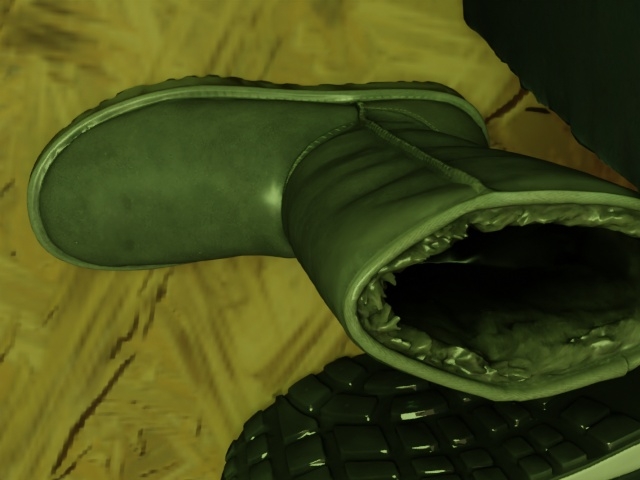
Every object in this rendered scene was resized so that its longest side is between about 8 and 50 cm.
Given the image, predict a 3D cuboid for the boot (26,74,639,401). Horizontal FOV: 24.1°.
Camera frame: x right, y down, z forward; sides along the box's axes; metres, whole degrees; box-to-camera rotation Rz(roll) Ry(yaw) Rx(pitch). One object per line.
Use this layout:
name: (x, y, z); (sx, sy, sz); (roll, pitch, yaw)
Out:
boot: (-0.001, -0.002, 0.472); (0.189, 0.208, 0.076); (-13, 112, -4)

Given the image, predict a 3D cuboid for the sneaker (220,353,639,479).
sneaker: (0.106, 0.102, 0.592); (0.283, 0.107, 0.124); (-12, 119, -4)

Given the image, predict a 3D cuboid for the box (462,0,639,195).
box: (0.270, -0.284, 0.358); (0.479, 0.297, 0.472); (-11, 111, -6)
